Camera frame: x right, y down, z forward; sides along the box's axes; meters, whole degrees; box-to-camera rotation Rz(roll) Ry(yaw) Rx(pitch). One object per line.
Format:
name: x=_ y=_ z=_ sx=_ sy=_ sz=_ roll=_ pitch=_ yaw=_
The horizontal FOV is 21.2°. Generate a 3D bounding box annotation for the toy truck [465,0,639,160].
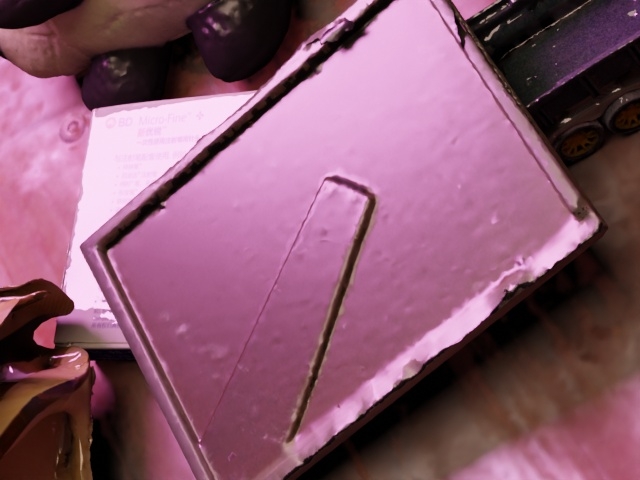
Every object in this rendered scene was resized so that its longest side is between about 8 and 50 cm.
toy truck: x=0.166 y=-0.121 z=0.945 sx=0.192 sy=0.092 sz=0.083 roll=-32 pitch=55 yaw=14

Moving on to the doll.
doll: x=-0.129 y=-0.169 z=1.123 sx=0.234 sy=0.143 sz=0.135 roll=-21 pitch=43 yaw=24

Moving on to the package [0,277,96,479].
package: x=-0.301 y=0.115 z=1.041 sx=0.311 sy=0.221 sz=0.165 roll=-10 pitch=61 yaw=28

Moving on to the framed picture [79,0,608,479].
framed picture: x=0.000 y=0.000 z=0.956 sx=0.281 sy=0.019 sz=0.209 roll=-39 pitch=63 yaw=20

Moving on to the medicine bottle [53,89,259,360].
medicine bottle: x=-0.064 y=-0.011 z=1.050 sx=0.201 sy=0.052 sz=0.171 roll=-4 pitch=71 yaw=30
